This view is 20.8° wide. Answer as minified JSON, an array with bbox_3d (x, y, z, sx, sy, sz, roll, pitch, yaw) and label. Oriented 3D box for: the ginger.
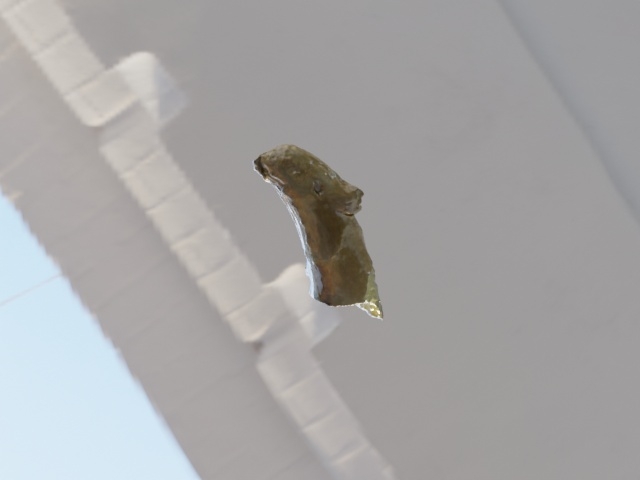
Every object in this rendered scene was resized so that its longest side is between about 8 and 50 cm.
[{"bbox_3d":[0.005,0.000,1.110,0.044,0.057,0.137,-31,-67,-24],"label":"ginger"}]
